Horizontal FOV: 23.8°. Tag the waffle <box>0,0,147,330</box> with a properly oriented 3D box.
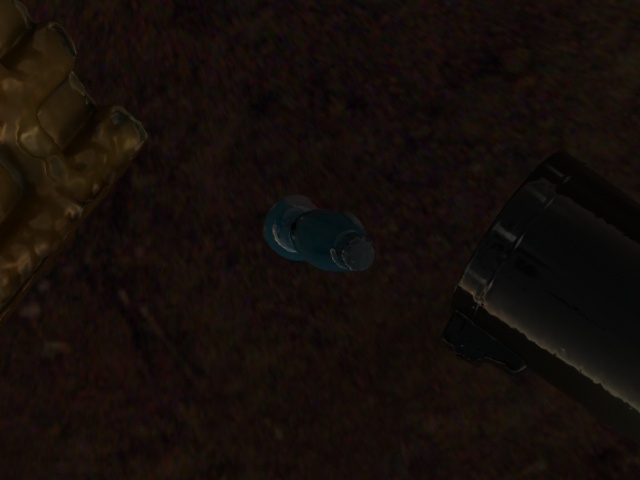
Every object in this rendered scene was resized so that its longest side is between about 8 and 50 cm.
[{"bbox_3d":[-0.280,-0.095,0.880,0.077,0.304,0.348,-17,118,38],"label":"waffle"}]

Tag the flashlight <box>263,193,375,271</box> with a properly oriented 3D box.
[{"bbox_3d":[0.000,0.000,1.087,0.051,0.129,0.051,-6,105,-24],"label":"flashlight"}]

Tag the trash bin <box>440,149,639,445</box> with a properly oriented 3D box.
[{"bbox_3d":[0.301,0.079,1.469,0.301,0.203,0.252,35,83,16],"label":"trash bin"}]
